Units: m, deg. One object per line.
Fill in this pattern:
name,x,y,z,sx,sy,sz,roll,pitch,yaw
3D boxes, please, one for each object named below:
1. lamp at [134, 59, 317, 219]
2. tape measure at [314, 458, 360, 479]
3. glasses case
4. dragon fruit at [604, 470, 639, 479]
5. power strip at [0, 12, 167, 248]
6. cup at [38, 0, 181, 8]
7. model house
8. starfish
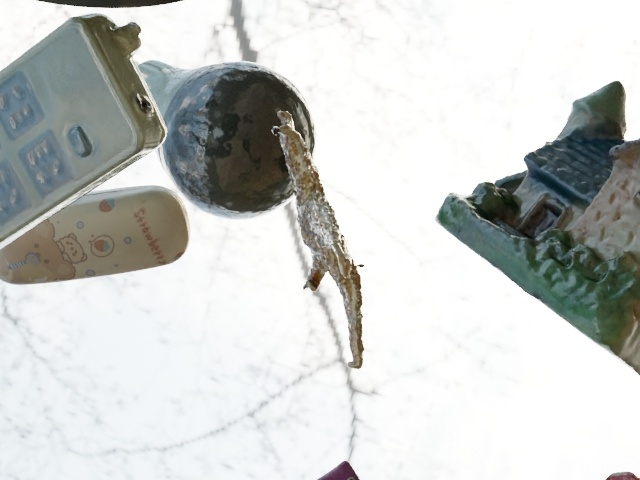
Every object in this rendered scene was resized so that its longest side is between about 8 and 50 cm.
lamp,-0.137,-0.124,1.742,0.182,0.314,0.182,-9,-75,-39
tape measure,0.002,0.277,1.383,0.118,0.125,0.074,-28,-37,-14
glasses case,-0.221,-0.005,1.392,0.051,0.204,0.081,-69,-32,-69
dragon fruit,0.270,0.277,1.180,0.160,0.166,0.172,-39,-40,-8
power strip,-0.234,-0.079,1.199,0.046,0.270,0.118,-20,-97,-57
cup,-0.187,-0.349,1.043,0.307,0.242,0.292,3,-55,-12
model house,0.335,-0.036,1.630,0.280,0.312,0.245,-54,-42,3
starfish,0.006,-0.001,1.358,0.048,0.295,0.231,-17,-61,-7
